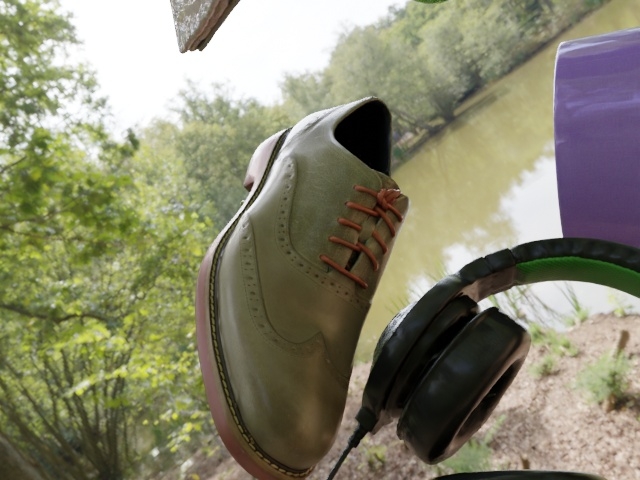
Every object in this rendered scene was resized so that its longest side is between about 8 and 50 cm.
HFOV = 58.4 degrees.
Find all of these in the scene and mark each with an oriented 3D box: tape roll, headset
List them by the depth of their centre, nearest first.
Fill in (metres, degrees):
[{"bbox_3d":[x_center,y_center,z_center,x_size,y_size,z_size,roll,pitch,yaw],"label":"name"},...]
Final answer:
[{"bbox_3d":[0.115,0.158,0.425,0.394,0.243,0.185,-23,-30,3],"label":"headset"},{"bbox_3d":[0.331,-0.093,0.651,0.090,0.275,0.275,-2,24,30],"label":"tape roll"}]

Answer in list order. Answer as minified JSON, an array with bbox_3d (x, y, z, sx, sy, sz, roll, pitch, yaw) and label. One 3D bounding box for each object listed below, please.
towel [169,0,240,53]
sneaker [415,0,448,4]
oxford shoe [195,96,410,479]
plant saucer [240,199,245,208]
[{"bbox_3d":[-0.140,-0.461,0.750,0.053,0.317,0.332,-8,-7,-34],"label":"towel"},{"bbox_3d":[0.208,-0.463,0.551,0.483,0.185,0.202,-53,-14,12],"label":"sneaker"},{"bbox_3d":[0.000,0.000,0.435,0.130,0.123,0.348,-31,38,31],"label":"oxford shoe"},{"bbox_3d":[-0.091,0.049,1.012,0.045,0.188,0.188,-7,-25,13],"label":"plant saucer"}]
